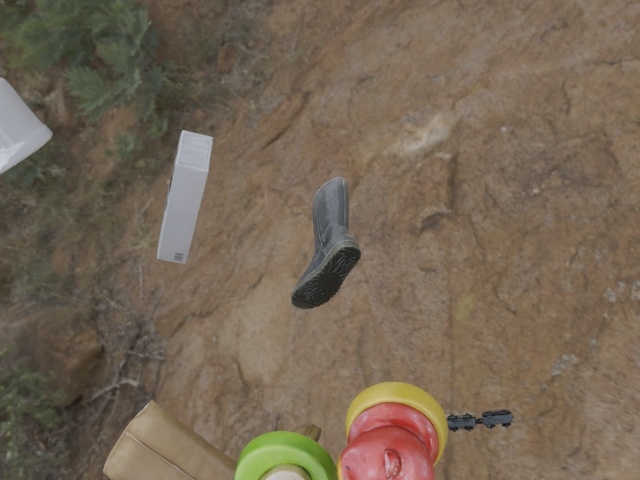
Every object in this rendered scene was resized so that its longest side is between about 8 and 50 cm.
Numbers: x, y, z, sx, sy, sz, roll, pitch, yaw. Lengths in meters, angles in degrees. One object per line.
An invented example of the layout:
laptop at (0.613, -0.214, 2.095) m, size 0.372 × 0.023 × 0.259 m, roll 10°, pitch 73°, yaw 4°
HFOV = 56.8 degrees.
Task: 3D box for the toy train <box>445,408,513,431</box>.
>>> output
toy train at (0.208, 0.272, 0.891) m, size 0.158 × 0.036 × 0.027 m, roll -11°, pitch 84°, yaw 16°

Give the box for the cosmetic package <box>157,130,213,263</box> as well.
cosmetic package at (-0.251, -0.074, 1.082) m, size 0.099 × 0.060 × 0.239 m, roll -92°, pitch 20°, yaw -45°

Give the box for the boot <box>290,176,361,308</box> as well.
boot at (0.001, 0.002, 1.108) m, size 0.189 × 0.076 × 0.208 m, roll -46°, pitch 36°, yaw 24°

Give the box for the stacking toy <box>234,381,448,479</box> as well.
stacking toy at (0.039, 0.347, 0.682) m, size 0.279 × 0.130 × 0.309 m, roll -17°, pitch 103°, yaw 14°

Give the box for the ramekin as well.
ramekin at (-0.650, -0.183, 1.075) m, size 0.277 × 0.135 × 0.277 m, roll -20°, pitch 28°, yaw 11°

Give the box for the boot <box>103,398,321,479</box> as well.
boot at (-0.165, 0.327, 0.908) m, size 0.269 × 0.089 × 0.236 m, roll 29°, pitch 79°, yaw 13°
